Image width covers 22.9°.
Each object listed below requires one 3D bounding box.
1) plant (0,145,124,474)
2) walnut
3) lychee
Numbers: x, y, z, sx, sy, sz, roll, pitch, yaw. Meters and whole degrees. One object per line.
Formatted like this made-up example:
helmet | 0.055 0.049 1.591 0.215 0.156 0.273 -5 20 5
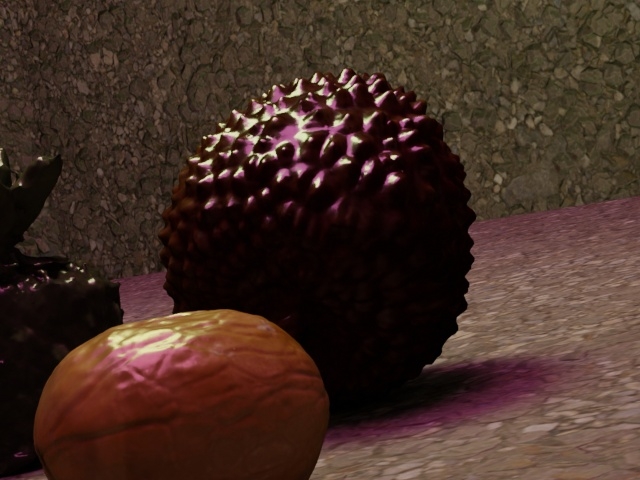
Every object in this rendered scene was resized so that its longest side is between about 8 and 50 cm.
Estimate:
plant | -0.311 0.065 1.582 0.213 0.312 0.215 -17 8 -17
walnut | -0.092 0.127 1.064 0.197 0.165 0.165 -14 4 -27
lychee | 0.000 0.000 1.473 0.306 0.306 0.330 -11 36 27
